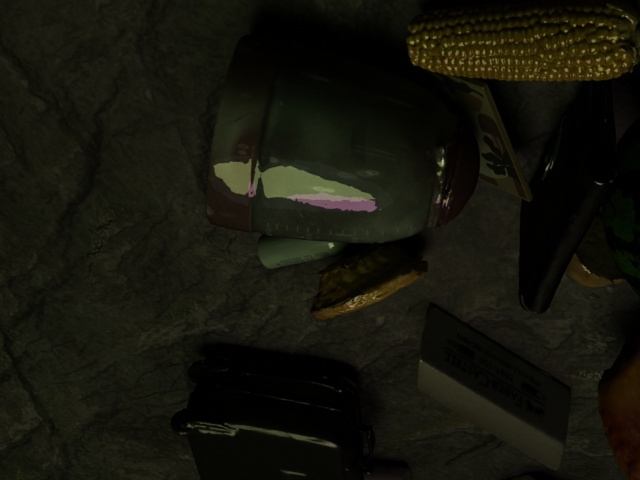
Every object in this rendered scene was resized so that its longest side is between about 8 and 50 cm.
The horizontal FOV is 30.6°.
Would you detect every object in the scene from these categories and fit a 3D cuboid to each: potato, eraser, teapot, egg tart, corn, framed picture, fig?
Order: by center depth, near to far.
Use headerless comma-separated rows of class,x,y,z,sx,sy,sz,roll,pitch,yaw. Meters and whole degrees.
corn,0.225,-0.222,1.296,0.260,0.091,0.091,4,158,21
framed picture,0.181,-0.136,1.431,0.136,0.010,0.201,29,158,43
teapot,0.034,-0.094,1.446,0.312,0.233,0.315,12,168,2
potato,0.369,0.028,1.568,0.172,0.101,0.089,25,148,-17
fig,0.592,0.253,1.681,0.368,0.286,0.286,12,151,-36
egg tart,0.061,0.052,1.684,0.191,0.191,0.074,-25,93,42
eraser,0.279,0.236,1.856,0.352,0.111,0.077,32,139,-20

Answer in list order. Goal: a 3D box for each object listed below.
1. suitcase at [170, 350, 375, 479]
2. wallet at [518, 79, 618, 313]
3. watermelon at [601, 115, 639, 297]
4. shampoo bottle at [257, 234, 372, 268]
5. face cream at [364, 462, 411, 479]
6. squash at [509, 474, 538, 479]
suitcase,-0.072,0.363,2.092,0.339,0.188,0.345,9,141,12
wallet,0.289,-0.056,1.401,0.045,0.173,0.318,6,151,-3
watermelon,0.452,-0.036,1.286,0.285,0.285,0.285,10,143,8
shampoo bottle,0.000,0.000,1.700,0.195,0.056,0.056,-12,135,31
face cream,0.062,0.476,2.267,0.214,0.096,0.096,4,142,17
squash,0.389,0.519,2.154,0.123,0.170,0.170,46,136,-18
